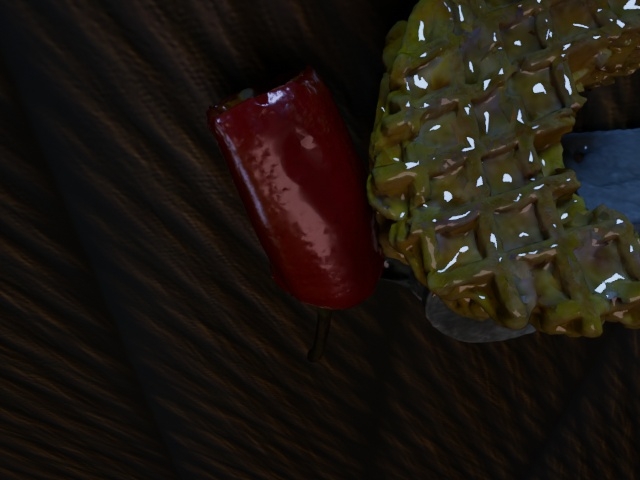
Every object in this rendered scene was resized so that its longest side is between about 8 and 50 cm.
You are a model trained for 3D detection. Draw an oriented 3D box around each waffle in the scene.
[{"bbox_3d":[0.172,-0.082,0.500,0.261,0.324,0.151,5,168,7],"label":"waffle"}]

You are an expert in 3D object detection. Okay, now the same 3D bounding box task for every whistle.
[{"bbox_3d":[0.253,-0.035,0.661,0.405,0.168,0.188,-30,133,20],"label":"whistle"}]

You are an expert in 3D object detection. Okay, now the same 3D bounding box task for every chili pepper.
[{"bbox_3d":[0.003,0.001,0.610,0.131,0.134,0.338,-21,113,-3],"label":"chili pepper"}]
